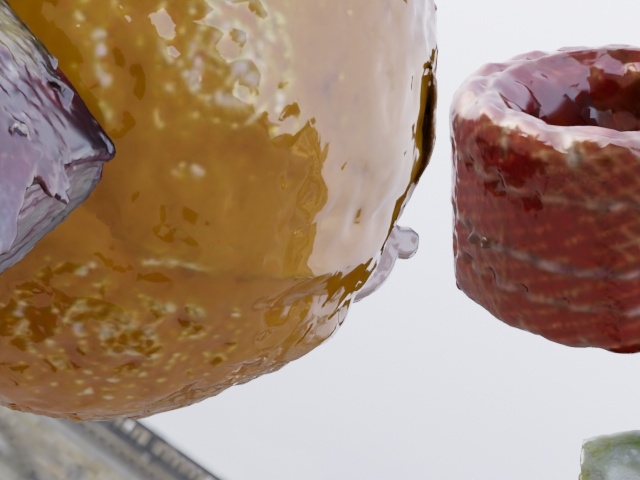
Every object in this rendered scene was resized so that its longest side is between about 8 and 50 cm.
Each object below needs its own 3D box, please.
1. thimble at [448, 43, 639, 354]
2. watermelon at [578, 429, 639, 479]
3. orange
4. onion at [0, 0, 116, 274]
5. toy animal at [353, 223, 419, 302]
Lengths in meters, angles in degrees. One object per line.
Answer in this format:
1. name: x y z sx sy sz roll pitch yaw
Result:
1. thimble: 0.293 -0.050 1.342 0.350 0.350 0.231 15 -59 35
2. watermelon: 0.341 0.353 1.366 0.231 0.193 0.310 35 21 -49
3. orange: -0.115 -0.086 0.650 0.340 0.341 0.293 6 0 45
4. onion: -0.180 -0.002 0.416 0.140 0.218 0.195 48 9 -12
5. toy animal: -0.002 0.000 1.250 0.124 0.124 0.212 43 -9 -15
